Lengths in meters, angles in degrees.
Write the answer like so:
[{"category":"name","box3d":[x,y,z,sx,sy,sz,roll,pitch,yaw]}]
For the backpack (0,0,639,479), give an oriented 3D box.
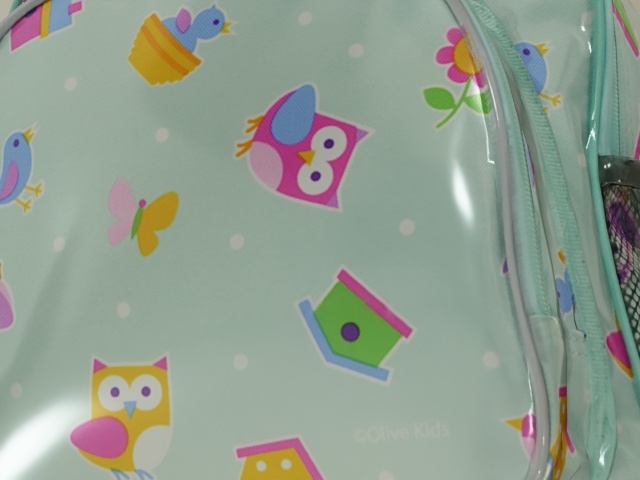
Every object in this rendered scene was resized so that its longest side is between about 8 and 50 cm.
[{"category":"backpack","box3d":[0.000,0.000,0.410,0.165,0.144,0.188,-11,66,22]}]
